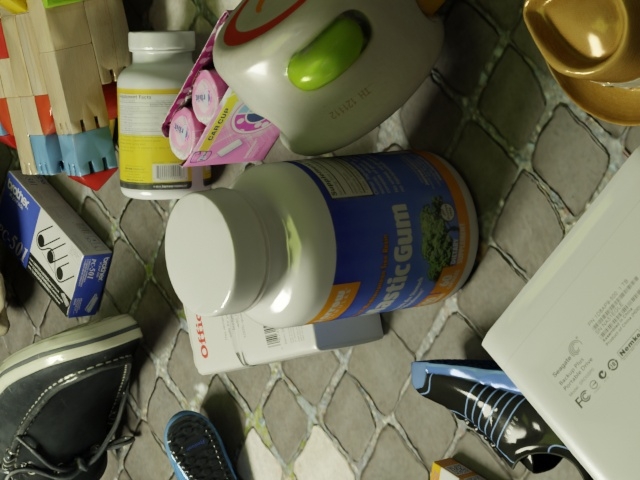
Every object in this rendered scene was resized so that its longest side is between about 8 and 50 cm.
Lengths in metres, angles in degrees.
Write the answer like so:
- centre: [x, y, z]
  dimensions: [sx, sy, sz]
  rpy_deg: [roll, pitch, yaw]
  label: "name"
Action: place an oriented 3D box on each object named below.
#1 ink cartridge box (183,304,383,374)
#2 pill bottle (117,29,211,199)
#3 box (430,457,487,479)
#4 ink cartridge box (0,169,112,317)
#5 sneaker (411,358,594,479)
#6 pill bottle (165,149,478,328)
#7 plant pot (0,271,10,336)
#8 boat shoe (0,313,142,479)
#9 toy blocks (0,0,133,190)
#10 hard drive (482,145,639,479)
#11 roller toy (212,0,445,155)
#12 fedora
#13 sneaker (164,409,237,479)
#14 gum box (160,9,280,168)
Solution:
- centre: [-0.049, 0.047, 1.776]
  dimensions: [0.219, 0.093, 0.160]
  rpy_deg: [-16, 83, 52]
  label: "ink cartridge box"
- centre: [-0.174, -0.141, 1.896]
  dimensions: [0.103, 0.103, 0.184]
  rpy_deg: [10, 103, 51]
  label: "pill bottle"
- centre: [0.153, 0.271, 1.613]
  dimensions: [0.136, 0.028, 0.081]
  rpy_deg: [29, 117, 48]
  label: "box"
- centre: [-0.345, 0.002, 2.180]
  dimensions: [0.207, 0.046, 0.097]
  rpy_deg: [44, 127, 39]
  label: "ink cartridge box"
- centre: [0.167, 0.158, 1.533]
  dimensions: [0.232, 0.081, 0.090]
  rpy_deg: [6, 93, 50]
  label: "sneaker"
- centre: [0.000, 0.000, 1.563]
  dimensions: [0.152, 0.272, 0.152]
  rpy_deg: [13, 106, 50]
  label: "pill bottle"
- centre: [-0.576, 0.045, 2.224]
  dimensions: [0.334, 0.305, 0.333]
  rpy_deg: [170, 90, -78]
  label: "plant pot"
- centre: [-0.327, 0.237, 2.099]
  dimensions: [0.156, 0.187, 0.500]
  rpy_deg: [62, 143, 17]
  label: "boat shoe"
- centre: [-0.320, -0.195, 2.033]
  dimensions: [0.381, 0.191, 0.260]
  rpy_deg: [7, 110, 60]
  label: "toy blocks"
- centre: [0.304, 0.119, 1.337]
  dimensions: [0.233, 0.047, 0.353]
  rpy_deg: [-53, 53, 21]
  label: "hard drive"
- centre: [0.013, -0.181, 1.574]
  dimensions: [0.191, 0.209, 0.146]
  rpy_deg: [-15, 125, 47]
  label: "roller toy"
- centre: [0.231, -0.182, 1.398]
  dimensions: [0.194, 0.079, 0.194]
  rpy_deg: [11, 105, 51]
  label: "fedora"
- centre: [-0.121, 0.293, 1.946]
  dimensions: [0.082, 0.069, 0.209]
  rpy_deg: [135, 114, -83]
  label: "sneaker"
- centre: [-0.081, -0.155, 1.772]
  dimensions: [0.062, 0.107, 0.188]
  rpy_deg: [60, 137, 26]
  label: "gum box"
